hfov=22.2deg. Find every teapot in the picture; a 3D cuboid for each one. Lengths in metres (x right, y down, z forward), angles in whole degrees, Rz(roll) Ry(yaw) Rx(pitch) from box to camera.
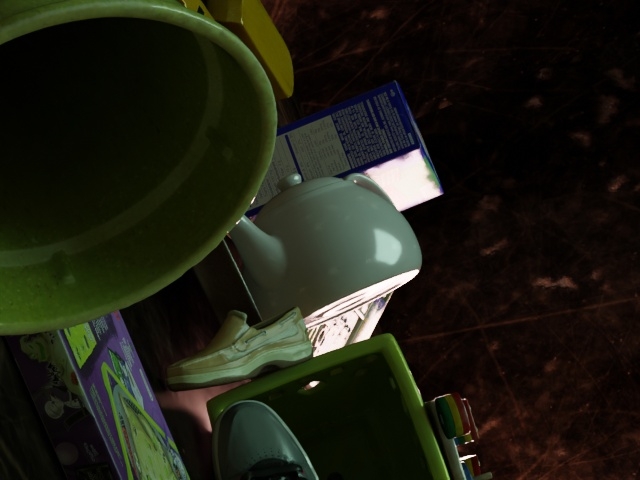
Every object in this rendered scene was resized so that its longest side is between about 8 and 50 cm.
[{"bbox_3d":[0.000,0.000,2.116,0.256,0.252,0.187,100,-34,-79],"label":"teapot"}]

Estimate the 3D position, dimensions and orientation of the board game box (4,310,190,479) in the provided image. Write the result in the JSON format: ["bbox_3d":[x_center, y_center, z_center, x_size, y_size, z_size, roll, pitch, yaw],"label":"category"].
[{"bbox_3d":[-0.172,0.146,1.326,0.208,0.056,0.347,-63,132,-77],"label":"board game box"}]

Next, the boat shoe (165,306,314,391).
[{"bbox_3d":[-0.090,0.109,1.719,0.190,0.068,0.072,-14,95,-46],"label":"boat shoe"}]

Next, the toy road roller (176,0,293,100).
[{"bbox_3d":[-0.175,-0.182,1.771,0.329,0.202,0.241,54,27,-50],"label":"toy road roller"}]

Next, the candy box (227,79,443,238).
[{"bbox_3d":[0.005,-0.092,2.442,0.268,0.317,0.122,49,21,-72],"label":"candy box"}]

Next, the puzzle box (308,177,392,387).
[{"bbox_3d":[0.024,0.087,2.434,0.052,0.272,0.409,26,-7,16],"label":"puzzle box"}]

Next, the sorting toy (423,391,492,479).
[{"bbox_3d":[0.152,0.239,1.817,0.274,0.046,0.132,119,-46,-80],"label":"sorting toy"}]

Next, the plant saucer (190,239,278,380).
[{"bbox_3d":[-0.122,0.041,1.905,0.311,0.050,0.310,62,-5,10],"label":"plant saucer"}]

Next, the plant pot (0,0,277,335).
[{"bbox_3d":[-0.204,-0.122,1.088,0.254,0.276,0.276,60,-1,37],"label":"plant pot"}]

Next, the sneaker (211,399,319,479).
[{"bbox_3d":[-0.025,0.274,1.628,0.178,0.123,0.296,116,-46,-61],"label":"sneaker"}]

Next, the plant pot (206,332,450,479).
[{"bbox_3d":[0.018,0.258,1.845,0.207,0.228,0.227,77,-6,-77],"label":"plant pot"}]
